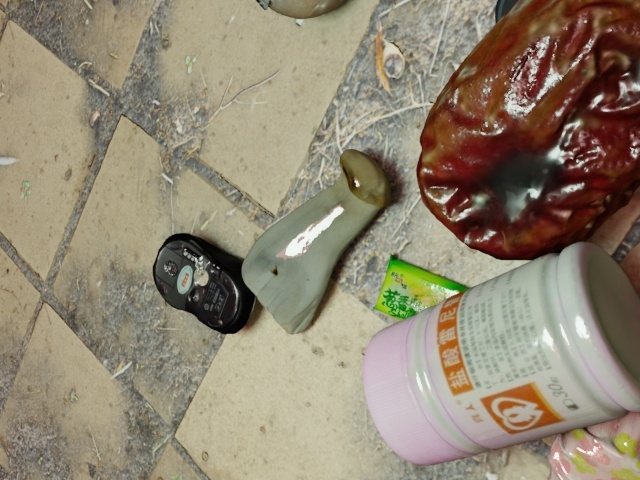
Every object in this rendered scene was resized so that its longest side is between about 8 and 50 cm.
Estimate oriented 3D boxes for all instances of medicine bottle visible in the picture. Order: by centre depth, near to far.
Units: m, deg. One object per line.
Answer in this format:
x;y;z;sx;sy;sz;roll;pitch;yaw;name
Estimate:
0.228;0.150;0.840;0.316;0.202;0.202;-31;74;36;medicine bottle

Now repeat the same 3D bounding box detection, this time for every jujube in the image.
0.288;-0.150;0.799;0.377;0.277;0.276;-50;65;26;jujube

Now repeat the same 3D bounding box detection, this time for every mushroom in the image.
0.000;0.000;1.102;0.159;0.122;0.328;37;117;-11;mushroom

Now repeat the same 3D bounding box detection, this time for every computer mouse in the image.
-0.205;0.077;1.241;0.233;0.096;0.137;33;114;25;computer mouse

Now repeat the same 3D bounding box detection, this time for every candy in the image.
0.165;0.093;1.026;0.178;0.032;0.102;23;103;31;candy

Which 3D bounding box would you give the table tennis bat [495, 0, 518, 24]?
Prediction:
0.344;-0.302;0.904;0.236;0.027;0.150;29;107;33;table tennis bat

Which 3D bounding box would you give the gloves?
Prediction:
0.379;0.246;0.835;0.145;0.126;0.241;35;118;34;gloves

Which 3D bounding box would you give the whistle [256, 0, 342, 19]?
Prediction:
-0.053;-0.467;1.114;0.348;0.189;0.189;37;112;52;whistle
